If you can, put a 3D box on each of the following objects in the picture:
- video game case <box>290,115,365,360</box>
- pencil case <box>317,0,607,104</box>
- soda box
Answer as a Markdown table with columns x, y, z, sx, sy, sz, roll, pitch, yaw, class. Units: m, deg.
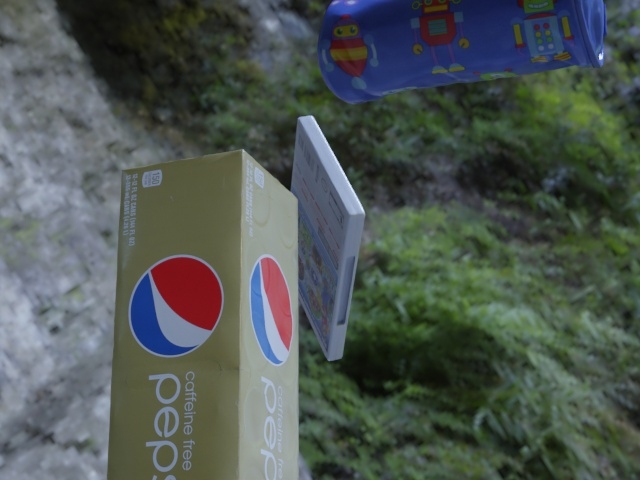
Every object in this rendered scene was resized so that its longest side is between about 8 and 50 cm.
| x | y | z | sx | sy | sz | roll | pitch | yaw | class |
| --- | --- | --- | --- | --- | --- | --- | --- | --- | --- |
| 0.000 | 0.000 | 0.743 | 0.011 | 0.087 | 0.122 | -11 | -43 | -18 | video game case |
| 0.148 | -0.217 | 1.314 | 0.306 | 0.119 | 0.133 | -6 | -6 | 28 | pencil case |
| -0.045 | 0.061 | 0.500 | 0.058 | 0.181 | 0.061 | -8 | -21 | 19 | soda box |
